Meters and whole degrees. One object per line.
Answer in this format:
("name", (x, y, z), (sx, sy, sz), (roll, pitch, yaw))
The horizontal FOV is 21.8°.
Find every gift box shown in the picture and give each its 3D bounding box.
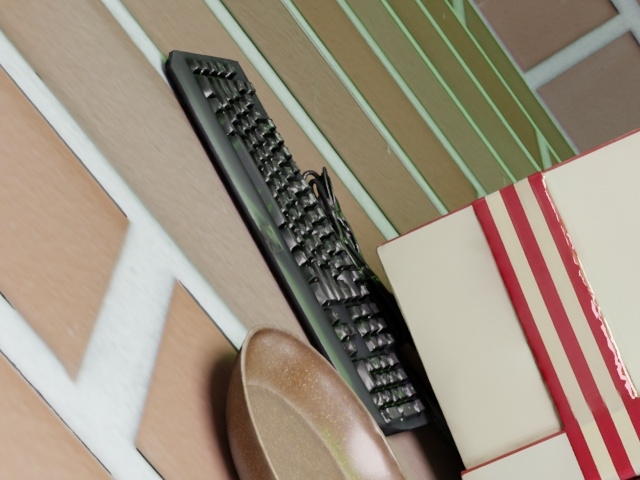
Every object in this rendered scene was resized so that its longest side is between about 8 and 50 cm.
("gift box", (0.220, 0.087, 1.272), (0.258, 0.255, 0.276), (69, 16, 13))

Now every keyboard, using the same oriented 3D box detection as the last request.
("keyboard", (0.000, 0.000, 1.241), (0.317, 0.033, 0.201), (62, 16, 11))

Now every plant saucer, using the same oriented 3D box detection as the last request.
("plant saucer", (0.001, 0.142, 0.967), (0.198, 0.036, 0.198), (52, 17, -23))
